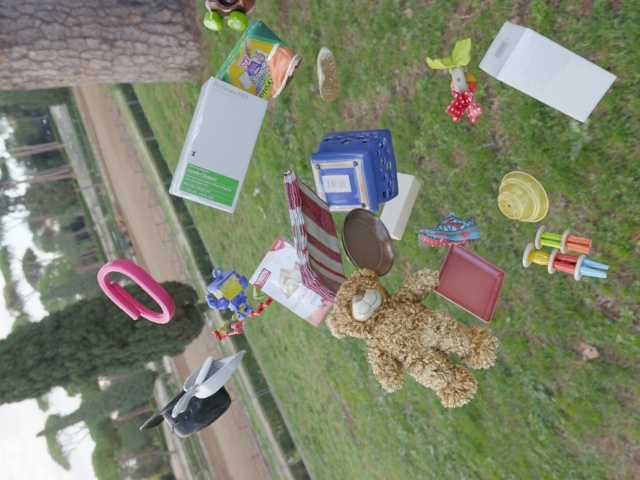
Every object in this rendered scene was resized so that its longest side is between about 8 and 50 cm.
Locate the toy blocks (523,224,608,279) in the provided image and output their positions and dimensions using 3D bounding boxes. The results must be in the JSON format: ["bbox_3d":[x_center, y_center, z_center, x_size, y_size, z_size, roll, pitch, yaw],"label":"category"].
[{"bbox_3d":[0.506,0.026,0.974,0.148,0.123,0.054,16,134,39],"label":"toy blocks"}]

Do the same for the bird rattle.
[{"bbox_3d":[0.448,-0.482,1.494,0.143,0.207,0.253,-24,83,29],"label":"bird rattle"}]

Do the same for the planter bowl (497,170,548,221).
[{"bbox_3d":[0.751,-0.149,1.850,0.217,0.090,0.217,48,156,30],"label":"planter bowl"}]

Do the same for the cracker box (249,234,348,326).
[{"bbox_3d":[-0.060,0.111,1.354,0.232,0.155,0.067,33,-171,1],"label":"cracker box"}]

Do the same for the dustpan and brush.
[{"bbox_3d":[-0.269,0.324,1.091,0.147,0.211,0.060,-25,114,27],"label":"dustpan and brush"}]

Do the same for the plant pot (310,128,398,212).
[{"bbox_3d":[0.103,-0.215,1.561,0.236,0.212,0.236,2,119,28],"label":"plant pot"}]

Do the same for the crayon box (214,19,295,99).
[{"bbox_3d":[-0.232,-0.572,1.629,0.165,0.278,0.081,33,180,-36],"label":"crayon box"}]

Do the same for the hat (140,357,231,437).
[{"bbox_3d":[-0.364,0.499,1.456,0.134,0.331,0.331,48,151,11],"label":"hat"}]

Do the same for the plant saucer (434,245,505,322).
[{"bbox_3d":[0.591,0.170,1.934,0.259,0.258,0.048,31,149,0],"label":"plant saucer"}]

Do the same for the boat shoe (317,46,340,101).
[{"bbox_3d":[0.023,-0.491,1.424,0.170,0.063,0.059,87,176,-56],"label":"boat shoe"}]

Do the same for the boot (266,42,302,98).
[{"bbox_3d":[-0.114,-0.453,1.289,0.085,0.059,0.158,33,142,-6],"label":"boot"}]

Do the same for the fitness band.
[{"bbox_3d":[-0.636,0.183,1.677,0.209,0.054,0.291,-26,115,35],"label":"fitness band"}]

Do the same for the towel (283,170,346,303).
[{"bbox_3d":[0.000,0.000,1.232,0.237,0.037,0.329,38,-146,-54],"label":"towel"}]

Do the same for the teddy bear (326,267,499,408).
[{"bbox_3d":[0.175,0.181,0.951,0.338,0.245,0.113,47,-169,13],"label":"teddy bear"}]

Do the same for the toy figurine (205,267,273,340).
[{"bbox_3d":[-0.303,0.172,1.801,0.191,0.362,0.217,-21,109,47],"label":"toy figurine"}]

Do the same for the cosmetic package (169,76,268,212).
[{"bbox_3d":[-0.319,-0.290,1.503,0.155,0.197,0.365,17,91,66],"label":"cosmetic package"}]

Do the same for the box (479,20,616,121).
[{"bbox_3d":[0.746,-0.565,1.609,0.215,0.345,0.168,-90,25,-60],"label":"box"}]

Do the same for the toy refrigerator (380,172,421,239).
[{"bbox_3d":[0.338,-0.149,2.105,0.094,0.102,0.269,17,85,32],"label":"toy refrigerator"}]

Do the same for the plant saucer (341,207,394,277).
[{"bbox_3d":[0.122,0.009,1.305,0.036,0.198,0.198,-27,82,44],"label":"plant saucer"}]

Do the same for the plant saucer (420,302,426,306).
[{"bbox_3d":[0.239,0.232,1.425,0.168,0.168,0.029,104,165,-51],"label":"plant saucer"}]

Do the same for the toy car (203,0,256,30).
[{"bbox_3d":[-0.265,-0.672,1.258,0.188,0.149,0.155,36,-116,-70],"label":"toy car"}]

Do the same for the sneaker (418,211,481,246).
[{"bbox_3d":[0.484,-0.045,1.851,0.104,0.262,0.125,141,126,-63],"label":"sneaker"}]
